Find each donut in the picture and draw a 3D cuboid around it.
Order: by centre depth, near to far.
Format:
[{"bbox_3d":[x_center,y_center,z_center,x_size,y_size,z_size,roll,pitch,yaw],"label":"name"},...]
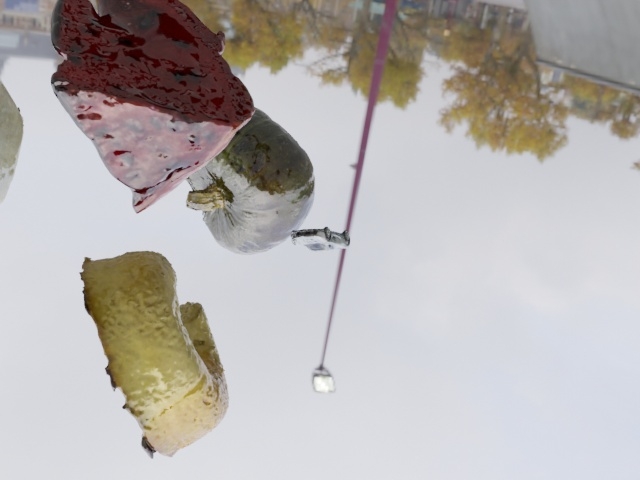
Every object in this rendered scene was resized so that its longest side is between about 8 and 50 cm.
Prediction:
[{"bbox_3d":[-0.118,0.090,0.576,0.078,0.181,0.146,-20,-118,-9],"label":"donut"}]

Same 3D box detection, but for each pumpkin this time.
[{"bbox_3d":[-0.141,-0.113,1.502,0.242,0.325,0.232,-38,-151,-30],"label":"pumpkin"}]

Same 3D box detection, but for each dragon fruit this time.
[{"bbox_3d":[-0.135,-0.115,0.508,0.122,0.092,0.192,-3,-126,-33],"label":"dragon fruit"}]

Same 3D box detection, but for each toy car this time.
[{"bbox_3d":[0.000,0.000,0.821,0.041,0.025,0.093,-6,174,26],"label":"toy car"}]

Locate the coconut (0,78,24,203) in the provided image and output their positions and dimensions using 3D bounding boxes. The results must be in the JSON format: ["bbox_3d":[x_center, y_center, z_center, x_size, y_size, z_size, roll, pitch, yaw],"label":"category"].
[{"bbox_3d":[-0.553,-0.144,0.948,0.323,0.323,0.323,9,-162,-3],"label":"coconut"}]
